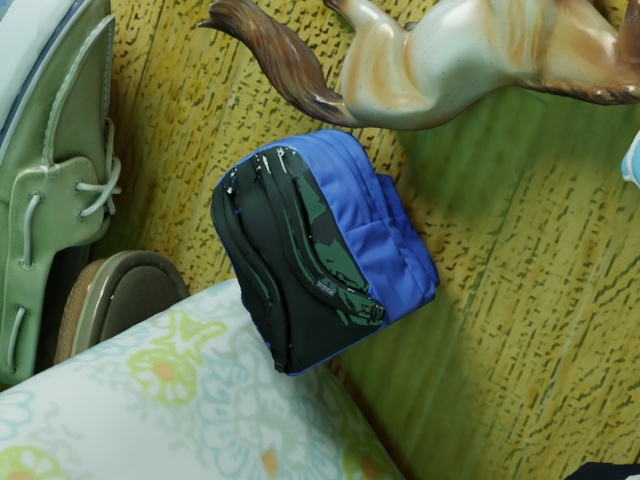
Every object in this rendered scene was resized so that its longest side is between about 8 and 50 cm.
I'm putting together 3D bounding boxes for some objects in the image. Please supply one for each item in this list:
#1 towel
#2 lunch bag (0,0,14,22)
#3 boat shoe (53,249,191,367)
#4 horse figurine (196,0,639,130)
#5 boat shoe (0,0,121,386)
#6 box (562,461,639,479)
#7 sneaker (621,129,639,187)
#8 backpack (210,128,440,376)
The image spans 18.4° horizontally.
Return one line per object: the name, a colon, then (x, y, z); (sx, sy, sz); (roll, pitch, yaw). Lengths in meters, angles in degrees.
towel: (-0.041, 0.224, 1.064); (0.090, 0.320, 0.374); (-37, 84, 36)
lunch bag: (-0.246, -0.180, 1.191); (0.096, 0.129, 0.151); (-17, 93, 33)
boat shoe: (-0.140, 0.157, 1.228); (0.104, 0.111, 0.307); (6, 96, 45)
horse figurine: (0.064, -0.125, 1.054); (0.263, 0.066, 0.174); (-20, 86, 32)
boat shoe: (-0.168, -0.035, 1.213); (0.094, 0.109, 0.302); (28, 127, 7)
box: (0.206, 0.225, 1.038); (0.153, 0.108, 0.207); (-7, 101, 33)
sneaker: (0.239, 0.031, 0.987); (0.237, 0.085, 0.086); (56, 148, 4)
backpack: (0.000, 0.000, 1.105); (0.098, 0.101, 0.120); (-32, 87, 35)
